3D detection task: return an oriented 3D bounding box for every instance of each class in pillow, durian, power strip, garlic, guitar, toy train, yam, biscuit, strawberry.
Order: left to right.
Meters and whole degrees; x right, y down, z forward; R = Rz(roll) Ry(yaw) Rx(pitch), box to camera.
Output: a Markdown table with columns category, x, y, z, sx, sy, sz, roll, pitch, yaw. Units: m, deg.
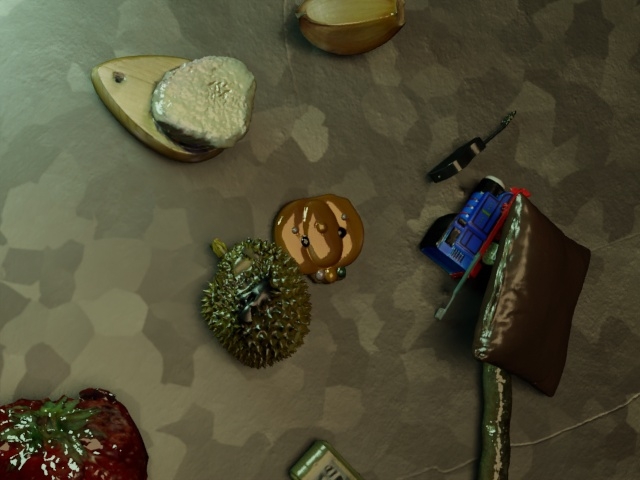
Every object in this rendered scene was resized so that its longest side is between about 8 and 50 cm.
| category | x | y | z | sx | sy | sz | roll | pitch | yaw |
| --- | --- | --- | --- | --- | --- | --- | --- | --- | --- |
| strawberry | -0.393 | 0.370 | 1.538 | 0.274 | 0.274 | 0.220 | -8 | 125 | -19 |
| durian | -0.108 | 0.097 | 1.679 | 0.193 | 0.138 | 0.237 | -39 | 96 | -6 |
| biscuit | 0.001 | -0.001 | 1.778 | 0.170 | 0.050 | 0.170 | 2 | 85 | -17 |
| garlic | 0.042 | -0.391 | 1.800 | 0.207 | 0.128 | 0.115 | -9 | 130 | -15 |
| power strip | 0.103 | 0.513 | 1.757 | 0.092 | 0.066 | 0.387 | -45 | 100 | -14 |
| guitar | 0.295 | -0.182 | 1.885 | 0.233 | 0.088 | 0.025 | -40 | 99 | -26 |
| toy train | 0.292 | -0.027 | 1.860 | 0.131 | 0.083 | 0.204 | 37 | 75 | -10 |
| yam | 0.324 | 0.342 | 1.850 | 0.061 | 0.061 | 0.253 | 5 | 83 | -18 |
| pillow | 0.390 | 0.106 | 1.823 | 0.305 | 0.108 | 0.308 | 29 | 73 | -48 |

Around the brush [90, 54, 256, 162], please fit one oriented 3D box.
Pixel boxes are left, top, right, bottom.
| category | x | y | z | sx | sy | sz | roll | pitch | yaw |
| --- | --- | --- | --- | --- | --- | --- | --- | --- | --- |
| brush | -0.250 | -0.238 | 1.660 | 0.267 | 0.166 | 0.174 | 19 | 79 | -13 |

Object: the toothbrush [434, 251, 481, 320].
| category | x | y | z | sx | sy | sz | roll | pitch | yaw |
| --- | --- | --- | --- | --- | --- | --- | --- | --- | --- |
| toothbrush | 0.249 | 0.084 | 1.815 | 0.014 | 0.011 | 0.167 | 22 | 123 | -7 |
